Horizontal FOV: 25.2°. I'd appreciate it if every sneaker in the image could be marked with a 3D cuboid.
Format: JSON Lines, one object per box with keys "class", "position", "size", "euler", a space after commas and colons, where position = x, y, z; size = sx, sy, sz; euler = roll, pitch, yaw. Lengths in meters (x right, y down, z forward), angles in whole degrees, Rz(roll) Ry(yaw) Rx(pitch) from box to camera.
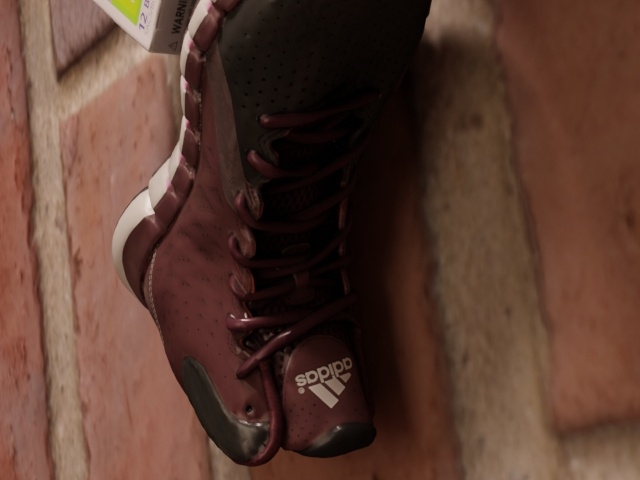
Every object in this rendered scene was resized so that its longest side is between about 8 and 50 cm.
{"class": "sneaker", "position": [0.000, 0.000, 0.603], "size": [0.162, 0.106, 0.281], "euler": [67, 151, 25]}

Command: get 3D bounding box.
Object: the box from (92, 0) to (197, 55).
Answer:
{"class": "box", "position": [-0.063, -0.170, 0.687], "size": [0.203, 0.103, 0.114], "euler": [44, 124, 49]}
